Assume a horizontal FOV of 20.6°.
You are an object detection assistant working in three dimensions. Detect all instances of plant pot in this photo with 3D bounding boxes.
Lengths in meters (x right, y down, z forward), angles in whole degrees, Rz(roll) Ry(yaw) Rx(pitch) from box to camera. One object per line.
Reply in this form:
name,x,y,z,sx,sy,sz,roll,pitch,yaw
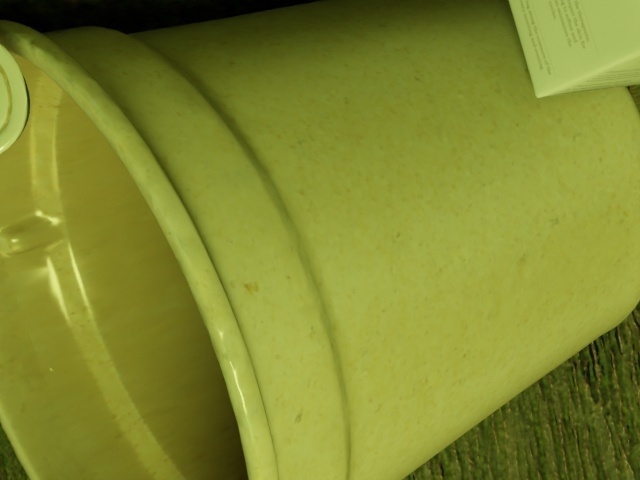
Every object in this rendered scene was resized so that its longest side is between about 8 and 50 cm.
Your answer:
plant pot,0.000,0.000,0.942,0.305,0.334,0.334,-23,179,-28

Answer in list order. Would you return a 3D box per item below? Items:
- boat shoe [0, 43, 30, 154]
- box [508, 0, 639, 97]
boat shoe,-0.249,-0.044,0.809,0.254,0.095,0.079,-13,172,8
box,0.155,-0.133,0.872,0.102,0.101,0.087,-11,173,-37
